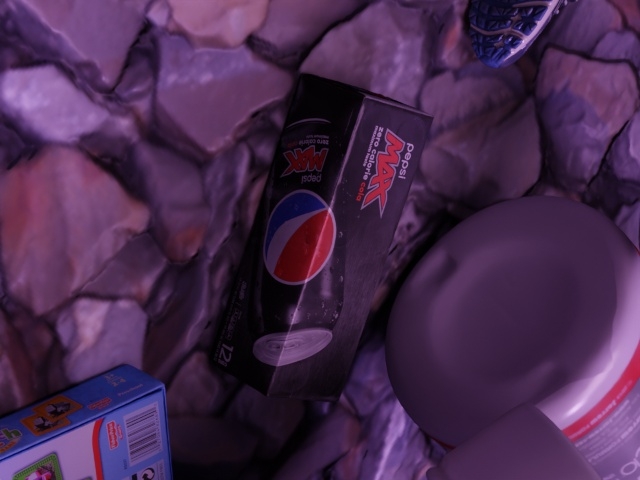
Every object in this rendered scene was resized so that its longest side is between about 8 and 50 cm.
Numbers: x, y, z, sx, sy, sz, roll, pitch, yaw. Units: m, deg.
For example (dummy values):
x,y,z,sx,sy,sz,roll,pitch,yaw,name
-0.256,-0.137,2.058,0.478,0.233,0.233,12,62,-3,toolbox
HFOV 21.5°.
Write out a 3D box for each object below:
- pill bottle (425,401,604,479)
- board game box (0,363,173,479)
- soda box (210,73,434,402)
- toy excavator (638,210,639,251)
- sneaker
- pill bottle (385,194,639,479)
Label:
x,y,z,sx,sy,sz,roll,pitch,yaw,name
-0.001,0.268,0.825,0.392,0.224,0.224,-36,131,-1,pill bottle
-0.166,0.172,0.843,0.211,0.039,0.160,-23,122,-36,board game box
0.000,0.000,0.909,0.060,0.053,0.169,10,100,-44,soda box
0.401,-0.098,1.029,0.432,0.445,0.222,1,114,4,toy excavator
0.137,-0.153,0.970,0.058,0.052,0.135,36,83,-49,sneaker
0.174,0.110,1.040,0.161,0.161,0.283,-55,135,-10,pill bottle
